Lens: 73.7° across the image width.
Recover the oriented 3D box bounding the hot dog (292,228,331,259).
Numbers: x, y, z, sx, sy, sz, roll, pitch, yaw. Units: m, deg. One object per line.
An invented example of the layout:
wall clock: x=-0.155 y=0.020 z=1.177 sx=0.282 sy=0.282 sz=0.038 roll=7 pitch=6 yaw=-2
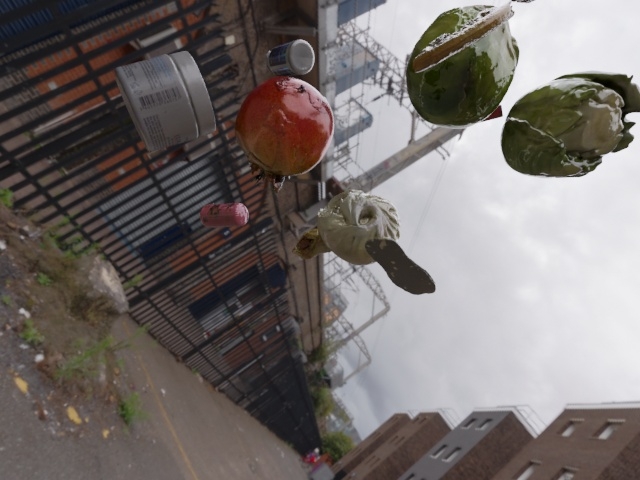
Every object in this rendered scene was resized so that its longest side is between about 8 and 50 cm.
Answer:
hot dog: x=0.000 y=0.001 z=1.108 sx=0.061 sy=0.169 sz=0.078 roll=56 pitch=18 yaw=-70

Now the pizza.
pizza: x=0.264 y=-0.386 z=0.798 sx=0.034 sy=0.181 sz=0.262 roll=57 pitch=29 yaw=-18

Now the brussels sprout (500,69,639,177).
brussels sprout: x=0.840 y=-0.405 z=1.511 sx=0.361 sy=0.426 sz=0.342 roll=-136 pitch=-153 yaw=-60

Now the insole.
insole: x=0.163 y=0.055 z=0.846 sx=0.081 sy=0.011 sz=0.248 roll=-13 pitch=-36 yaw=30

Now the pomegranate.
pomegranate: x=-0.078 y=-0.224 z=0.904 sx=0.210 sy=0.210 sz=0.235 roll=38 pitch=-61 yaw=47

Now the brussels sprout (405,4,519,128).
brussels sprout: x=0.400 y=-0.501 z=1.252 sx=0.268 sy=0.344 sz=0.344 roll=35 pitch=-26 yaw=60

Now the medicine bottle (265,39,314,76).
medicine bottle: x=-0.111 y=-0.618 z=1.462 sx=0.192 sy=0.107 sz=0.107 roll=23 pitch=-36 yaw=54

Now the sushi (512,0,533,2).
sushi: x=0.560 y=-0.759 z=1.133 sx=0.241 sy=0.108 sz=0.161 roll=90 pitch=-12 yaw=-55

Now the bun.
bun: x=0.093 y=-0.041 z=0.991 sx=0.193 sy=0.178 sz=0.128 roll=30 pitch=-21 yaw=-5

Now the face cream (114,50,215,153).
face cream: x=-0.325 y=-0.290 z=0.899 sx=0.177 sy=0.153 sz=0.177 roll=55 pitch=-20 yaw=32

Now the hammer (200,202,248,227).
hammer: x=-0.155 y=-0.041 z=0.690 sx=0.083 sy=0.043 sz=0.043 roll=-1 pitch=-50 yaw=28

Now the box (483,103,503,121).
box: x=0.635 y=-0.495 z=1.650 sx=0.175 sy=0.112 sz=0.048 roll=-54 pitch=131 yaw=-65
